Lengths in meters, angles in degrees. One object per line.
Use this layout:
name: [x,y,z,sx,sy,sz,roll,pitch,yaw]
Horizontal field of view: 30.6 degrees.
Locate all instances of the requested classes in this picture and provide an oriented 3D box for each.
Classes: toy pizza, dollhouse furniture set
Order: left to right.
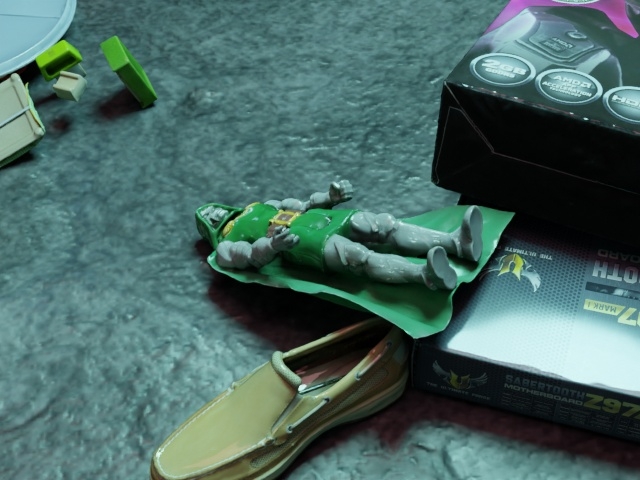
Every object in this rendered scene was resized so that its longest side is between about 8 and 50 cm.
toy pizza: [-0.316,-0.192,1.046,0.201,0.032,0.201,-3,46,3]
dollhouse furniture set: [-0.219,-0.110,0.977,0.151,0.058,0.076,-31,60,1]

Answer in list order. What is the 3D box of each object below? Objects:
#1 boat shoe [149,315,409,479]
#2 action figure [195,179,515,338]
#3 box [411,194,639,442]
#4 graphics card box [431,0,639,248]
boat shoe: [-0.027,0.100,0.749,0.190,0.072,0.068,-30,54,-22]
action figure: [0.000,0.000,0.812,0.232,0.063,0.137,6,34,37]
box: [0.195,0.042,0.800,0.232,0.059,0.183,13,51,13]
graphics card box: [0.256,-0.134,0.885,0.232,0.094,0.371,19,41,18]
